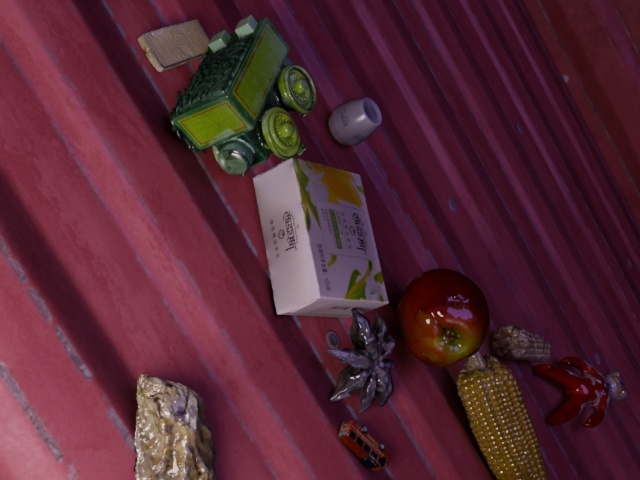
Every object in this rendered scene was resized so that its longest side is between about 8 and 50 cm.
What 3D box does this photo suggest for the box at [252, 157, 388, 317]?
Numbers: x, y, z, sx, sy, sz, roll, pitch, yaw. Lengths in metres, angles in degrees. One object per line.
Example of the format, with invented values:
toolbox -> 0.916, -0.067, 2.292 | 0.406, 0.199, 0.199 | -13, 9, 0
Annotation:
box -> 0.000, 0.000, 1.363 | 0.194, 0.111, 0.261 | 8, 62, -49

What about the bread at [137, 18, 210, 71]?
bread -> -0.244, -0.335, 1.317 | 0.068, 0.028, 0.153 | 59, 38, -8

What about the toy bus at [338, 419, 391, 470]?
toy bus -> 0.076, 0.353, 1.321 | 0.110, 0.031, 0.043 | 47, 43, -21

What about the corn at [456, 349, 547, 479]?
corn -> 0.378, 0.387, 1.594 | 0.130, 0.130, 0.347 | -29, 97, -54

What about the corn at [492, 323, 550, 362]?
corn -> 0.488, 0.248, 1.846 | 0.210, 0.087, 0.087 | 13, 61, -50

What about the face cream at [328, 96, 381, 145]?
face cream -> 0.072, -0.249, 1.602 | 0.091, 0.095, 0.091 | 27, 52, -39

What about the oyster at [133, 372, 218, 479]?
oyster -> -0.178, 0.279, 1.018 | 0.132, 0.072, 0.209 | 8, 66, -46

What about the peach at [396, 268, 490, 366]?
peach -> 0.238, 0.143, 1.521 | 0.197, 0.197, 0.198 | 28, 50, -40

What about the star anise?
star anise -> 0.079, 0.216, 1.349 | 0.180, 0.061, 0.205 | -13, 105, -42

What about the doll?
doll -> 0.692, 0.394, 2.015 | 0.383, 0.099, 0.189 | 5, 66, -46

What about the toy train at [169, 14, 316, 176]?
toy train -> -0.122, -0.236, 1.298 | 0.188, 0.159, 0.272 | 49, 42, -32
